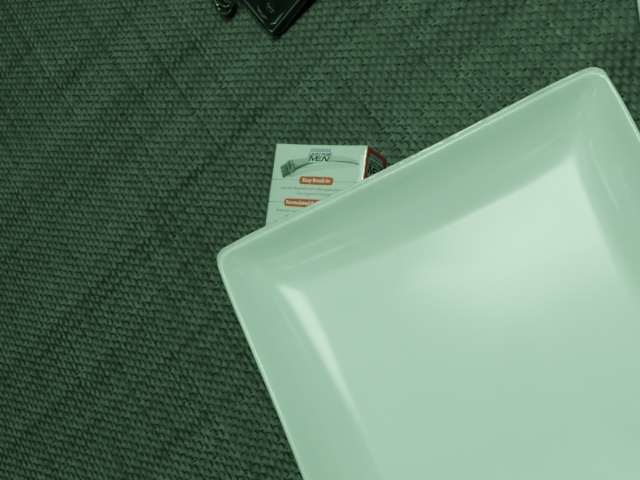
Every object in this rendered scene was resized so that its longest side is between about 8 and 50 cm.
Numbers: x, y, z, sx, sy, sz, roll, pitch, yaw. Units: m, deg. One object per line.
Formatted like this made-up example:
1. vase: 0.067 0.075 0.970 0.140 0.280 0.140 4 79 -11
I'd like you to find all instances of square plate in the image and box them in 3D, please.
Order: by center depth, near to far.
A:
1. square plate: 0.132 0.093 0.627 0.344 0.049 0.347 -26 76 10

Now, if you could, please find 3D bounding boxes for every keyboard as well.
1. keyboard: -0.083 -0.287 0.829 0.108 0.023 0.180 -45 75 25

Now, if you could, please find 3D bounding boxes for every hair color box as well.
1. hair color box: 0.000 0.000 0.737 0.093 0.053 0.167 5 84 26

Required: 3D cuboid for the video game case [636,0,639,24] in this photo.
1. video game case: 0.340 -0.256 0.639 0.190 0.022 0.173 -8 77 24
